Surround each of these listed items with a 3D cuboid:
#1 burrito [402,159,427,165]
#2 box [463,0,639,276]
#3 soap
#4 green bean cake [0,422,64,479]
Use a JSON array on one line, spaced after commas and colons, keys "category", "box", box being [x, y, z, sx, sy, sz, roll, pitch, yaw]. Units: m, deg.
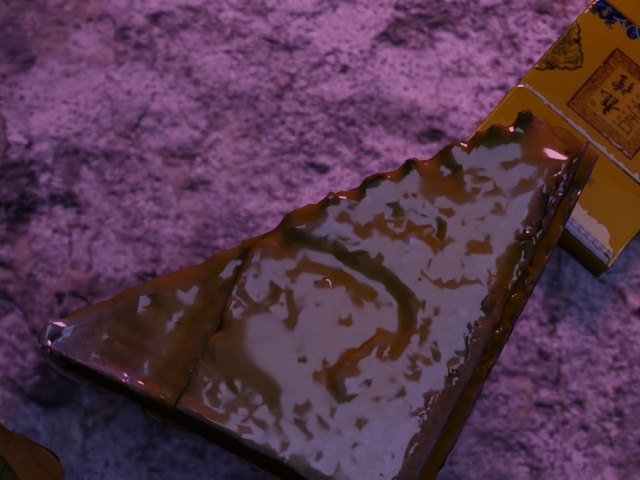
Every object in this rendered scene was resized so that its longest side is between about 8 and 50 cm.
[{"category": "burrito", "box": [0.099, 0.039, 1.437, 0.058, 0.063, 0.229, -16, 62, 27]}, {"category": "box", "box": [0.256, -0.119, 1.518, 0.153, 0.041, 0.279, 42, 71, 4]}, {"category": "soap", "box": [0.000, 0.000, 1.345, 0.304, 0.169, 0.338, 27, 78, 9]}, {"category": "green bean cake", "box": [-0.295, 0.199, 1.224, 0.236, 0.124, 0.233, 38, 57, -38]}]
